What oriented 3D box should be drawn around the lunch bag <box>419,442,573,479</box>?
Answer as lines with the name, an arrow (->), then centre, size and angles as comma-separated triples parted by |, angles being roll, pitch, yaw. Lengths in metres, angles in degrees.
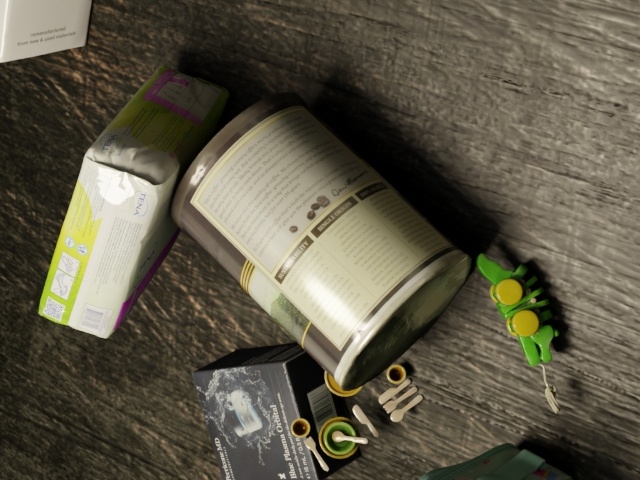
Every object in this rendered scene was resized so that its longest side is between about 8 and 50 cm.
lunch bag -> 0.160, 0.334, 1.488 | 0.108, 0.279, 0.224 | 21, 105, 29

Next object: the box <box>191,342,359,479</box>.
box -> -0.056, 0.215, 1.721 | 0.158, 0.093, 0.156 | -10, 98, 39

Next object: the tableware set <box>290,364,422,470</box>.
tableware set -> 0.035, 0.187, 1.629 | 0.154, 0.024, 0.104 | -35, 83, -5

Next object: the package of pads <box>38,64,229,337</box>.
package of pads -> -0.208, -0.055, 1.619 | 0.101, 0.296, 0.229 | 23, 120, 0

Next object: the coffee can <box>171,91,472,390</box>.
coffee can -> 0.000, 0.000, 1.541 | 0.275, 0.201, 0.201 | 44, 125, 17

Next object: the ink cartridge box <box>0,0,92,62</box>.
ink cartridge box -> -0.414, -0.453, 1.724 | 0.279, 0.160, 0.385 | 27, 119, 27

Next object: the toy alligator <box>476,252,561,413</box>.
toy alligator -> 0.230, 0.090, 1.502 | 0.051, 0.056, 0.190 | -28, 87, -2
